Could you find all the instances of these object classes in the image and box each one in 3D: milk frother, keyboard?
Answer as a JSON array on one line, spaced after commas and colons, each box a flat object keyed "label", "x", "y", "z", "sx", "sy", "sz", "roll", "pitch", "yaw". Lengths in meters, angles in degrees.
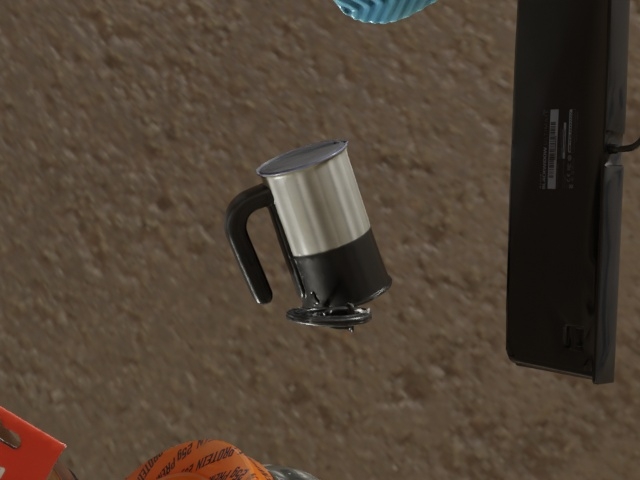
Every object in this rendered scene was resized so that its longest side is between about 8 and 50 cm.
[{"label": "milk frother", "x": 0.000, "y": 0.000, "z": 1.278, "sx": 0.129, "sy": 0.143, "sz": 0.135, "roll": -26, "pitch": 106, "yaw": -24}, {"label": "keyboard", "x": 0.192, "y": -0.062, "z": 1.029, "sx": 0.033, "sy": 0.201, "sz": 0.317, "roll": 0, "pitch": 93, "yaw": -26}]

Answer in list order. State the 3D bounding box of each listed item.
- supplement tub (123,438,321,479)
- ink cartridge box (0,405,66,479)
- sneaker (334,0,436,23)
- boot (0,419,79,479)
[{"label": "supplement tub", "x": -0.008, "y": 0.296, "z": 1.056, "sx": 0.207, "sy": 0.207, "sz": 0.338, "roll": -44, "pitch": 122, "yaw": -1}, {"label": "ink cartridge box", "x": -0.153, "y": 0.116, "z": 0.585, "sx": 0.062, "sy": 0.029, "sz": 0.115, "roll": 30, "pitch": 96, "yaw": 3}, {"label": "sneaker", "x": 0.100, "y": -0.195, "z": 0.793, "sx": 0.228, "sy": 0.092, "sz": 0.087, "roll": -20, "pitch": 125, "yaw": 0}, {"label": "boot", "x": -0.287, "y": 0.119, "z": 1.122, "sx": 0.096, "sy": 0.264, "sz": 0.280, "roll": -31, "pitch": 106, "yaw": -2}]
